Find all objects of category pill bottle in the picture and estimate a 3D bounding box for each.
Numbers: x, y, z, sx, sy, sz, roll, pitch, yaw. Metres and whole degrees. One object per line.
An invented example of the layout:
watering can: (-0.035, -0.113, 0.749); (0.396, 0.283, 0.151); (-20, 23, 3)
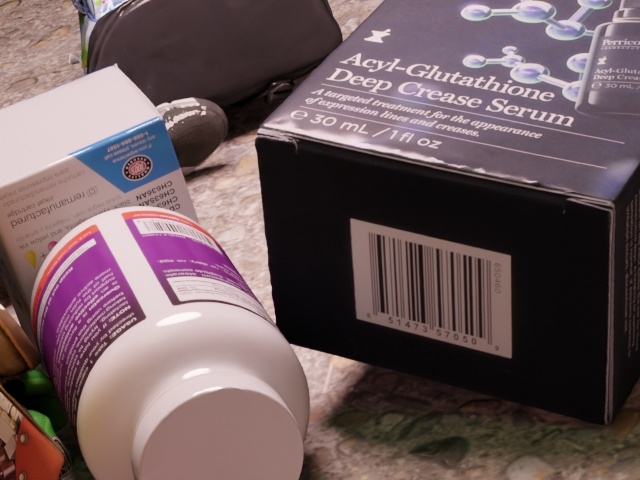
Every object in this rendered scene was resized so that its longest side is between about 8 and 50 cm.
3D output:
pill bottle: (-0.119, 0.105, 1.551); (0.181, 0.181, 0.323); (-22, 27, -8)

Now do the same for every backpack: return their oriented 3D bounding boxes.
backpack: (-0.157, -0.267, 2.260); (0.290, 0.273, 0.355); (-21, 6, -3)

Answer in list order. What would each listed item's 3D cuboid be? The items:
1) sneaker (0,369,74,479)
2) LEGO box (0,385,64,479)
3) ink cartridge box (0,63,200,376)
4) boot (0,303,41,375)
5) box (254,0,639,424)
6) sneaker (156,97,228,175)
sneaker: (-0.277, 0.190, 1.543); (0.146, 0.134, 0.343); (-14, 27, 4)
LEGO box: (-0.468, 0.261, 1.306); (0.500, 0.193, 0.372); (-7, 48, 29)
ink cartridge box: (-0.205, -0.004, 1.760); (0.171, 0.232, 0.168); (-24, 29, -12)
boot: (-0.359, 0.072, 1.659); (0.305, 0.112, 0.115); (18, 53, 40)
box: (0.173, -0.072, 1.610); (0.294, 0.212, 0.395); (13, 37, 24)
sneaker: (-0.198, -0.060, 2.050); (0.229, 0.086, 0.132); (-25, 30, 10)
